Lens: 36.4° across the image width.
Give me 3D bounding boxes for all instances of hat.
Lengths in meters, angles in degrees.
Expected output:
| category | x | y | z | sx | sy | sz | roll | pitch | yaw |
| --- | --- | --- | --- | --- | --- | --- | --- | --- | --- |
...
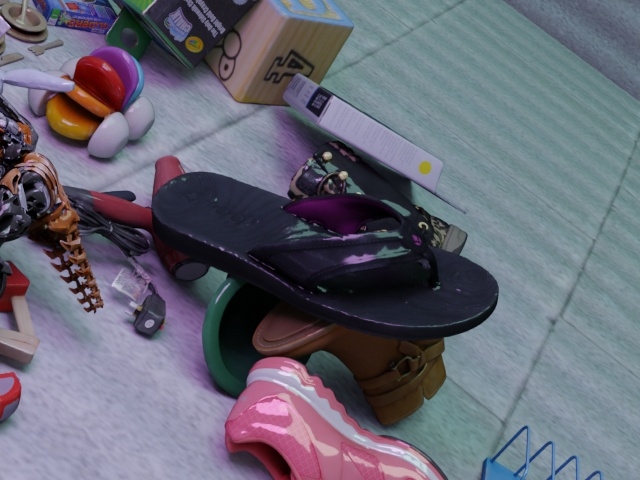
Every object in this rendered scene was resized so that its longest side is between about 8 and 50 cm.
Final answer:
| category | x | y | z | sx | sy | sz | roll | pitch | yaw |
| --- | --- | --- | --- | --- | --- | --- | --- | --- | --- |
| hat | -0.118 | 0.100 | 1.300 | 0.208 | 0.184 | 0.173 | -38 | 116 | -31 |

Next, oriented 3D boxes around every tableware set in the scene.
| category | x | y | z | sx | sy | sz | roll | pitch | yaw |
| --- | --- | --- | --- | --- | --- | --- | --- | --- | --- |
| tableware set | -0.499 | -0.340 | 1.531 | 0.128 | 0.039 | 0.194 | 37 | 31 | 4 |

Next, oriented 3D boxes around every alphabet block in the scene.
| category | x | y | z | sx | sy | sz | roll | pitch | yaw |
| --- | --- | --- | --- | --- | --- | --- | --- | --- | --- |
| alphabet block | -0.091 | -0.388 | 1.829 | 0.193 | 0.197 | 0.192 | -2 | 48 | -45 |

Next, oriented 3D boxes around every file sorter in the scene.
| category | x | y | z | sx | sy | sz | roll | pitch | yaw |
| --- | --- | --- | --- | --- | --- | --- | --- | --- | --- |
| file sorter | 0.313 | 0.348 | 1.300 | 0.170 | 0.104 | 0.118 | 32 | 32 | -5 |

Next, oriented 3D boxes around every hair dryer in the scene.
| category | x | y | z | sx | sy | sz | roll | pitch | yaw |
| --- | --- | --- | --- | --- | --- | --- | --- | --- | --- |
| hair dryer | -0.227 | -0.033 | 1.280 | 0.223 | 0.080 | 0.293 | 53 | 25 | -16 |

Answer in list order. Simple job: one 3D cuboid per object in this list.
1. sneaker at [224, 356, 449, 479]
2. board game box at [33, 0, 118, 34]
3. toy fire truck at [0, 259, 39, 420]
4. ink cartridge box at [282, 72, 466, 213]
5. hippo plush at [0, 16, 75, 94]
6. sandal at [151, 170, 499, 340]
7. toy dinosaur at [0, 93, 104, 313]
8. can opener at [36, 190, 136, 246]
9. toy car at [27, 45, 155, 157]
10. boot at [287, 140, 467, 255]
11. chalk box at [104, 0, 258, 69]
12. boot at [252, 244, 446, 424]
| category | x | y | z | sx | sy | sz | roll | pitch | yaw |
| --- | --- | --- | --- | --- | --- | --- | --- | --- | --- |
| sneaker | 0.018 | 0.279 | 1.144 | 0.314 | 0.116 | 0.136 | 36 | 50 | 3 |
| board game box | -0.452 | -0.445 | 1.721 | 0.136 | 0.035 | 0.201 | 2 | 44 | -42 |
| toy fire truck | -0.355 | 0.109 | 1.050 | 0.135 | 0.047 | 0.192 | -7 | 50 | -47 |
| ink cartridge box | 0.099 | -0.177 | 1.714 | 0.307 | 0.072 | 0.303 | 27 | 7 | -19 |
| hippo plush | -0.497 | -0.213 | 1.157 | 0.234 | 0.294 | 0.236 | 45 | 8 | -42 |
| sandal | -0.002 | 0.001 | 1.172 | 0.446 | 0.107 | 0.167 | 18 | 42 | 12 |
| toy dinosaur | -0.346 | -0.049 | 1.040 | 0.322 | 0.164 | 0.218 | 35 | 43 | -8 |
| can opener | -0.310 | -0.040 | 1.283 | 0.073 | 0.059 | 0.186 | 45 | 33 | 17 |
| toy car | -0.326 | -0.222 | 1.441 | 0.159 | 0.136 | 0.182 | 35 | 31 | 2 |
| boot | 0.071 | -0.016 | 1.532 | 0.284 | 0.138 | 0.377 | 39 | 28 | 5 |
| chalk box | -0.255 | -0.428 | 1.655 | 0.179 | 0.289 | 0.180 | 43 | -3 | 31 |
| boot | 0.052 | 0.149 | 1.274 | 0.283 | 0.220 | 0.109 | -29 | 33 | -32 |
